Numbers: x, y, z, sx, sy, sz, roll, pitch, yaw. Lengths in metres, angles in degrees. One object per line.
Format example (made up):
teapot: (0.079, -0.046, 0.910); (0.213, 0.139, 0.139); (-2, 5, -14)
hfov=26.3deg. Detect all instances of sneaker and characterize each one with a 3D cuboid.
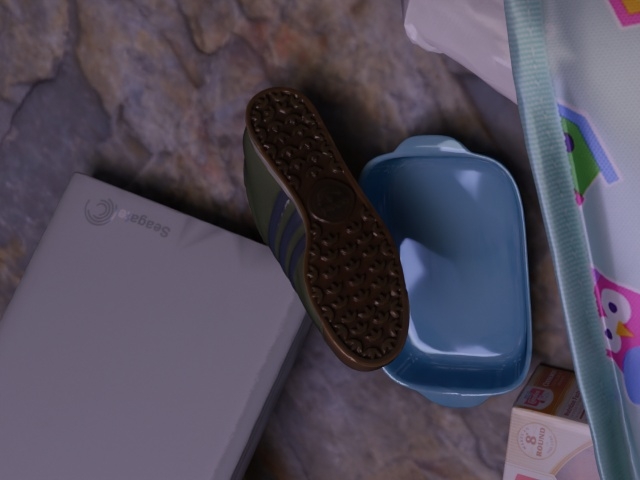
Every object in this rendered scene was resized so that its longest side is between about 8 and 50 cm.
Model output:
sneaker: (0.000, 0.000, 0.889); (0.086, 0.064, 0.192); (115, 133, -70)

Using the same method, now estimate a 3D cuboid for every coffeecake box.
coffeecake box: (0.212, 0.176, 0.884); (0.186, 0.068, 0.142); (12, 115, 20)

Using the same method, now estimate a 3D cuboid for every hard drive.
hard drive: (-0.146, 0.126, 0.940); (0.203, 0.040, 0.307); (21, 79, 16)

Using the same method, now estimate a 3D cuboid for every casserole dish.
casserole dish: (0.085, 0.018, 0.900); (0.114, 0.037, 0.188); (1, 110, 24)

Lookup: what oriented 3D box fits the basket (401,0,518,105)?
basket: (0.267, -0.140, 0.598); (0.328, 0.331, 0.266); (34, 114, 9)

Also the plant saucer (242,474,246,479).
plant saucer: (-0.160, 0.222, 0.992); (0.241, 0.241, 0.037); (-13, 146, 28)

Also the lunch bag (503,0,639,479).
lunch bag: (0.173, -0.045, 0.393); (0.223, 0.160, 0.262); (-6, 107, 21)
